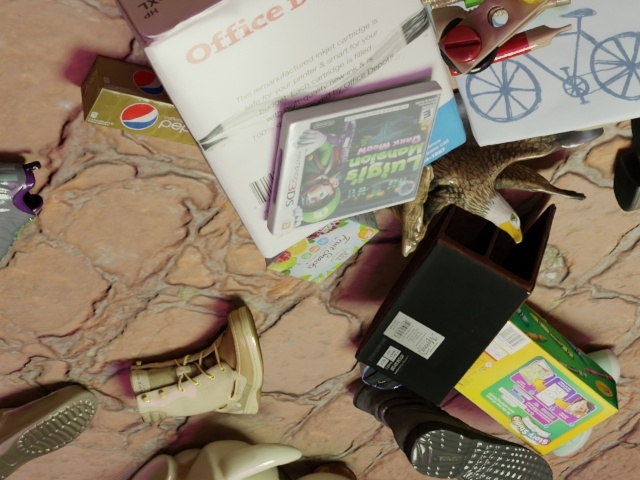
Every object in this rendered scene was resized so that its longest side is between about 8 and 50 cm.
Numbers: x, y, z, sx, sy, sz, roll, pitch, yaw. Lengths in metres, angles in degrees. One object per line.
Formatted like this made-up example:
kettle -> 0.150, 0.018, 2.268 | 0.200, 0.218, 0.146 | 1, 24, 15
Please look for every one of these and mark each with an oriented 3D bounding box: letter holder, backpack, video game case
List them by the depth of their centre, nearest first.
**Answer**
video game case -> 0.037, -0.091, 1.526 | 0.190, 0.022, 0.173 | -15, 141, -23
letter holder -> 0.203, 0.058, 2.020 | 0.152, 0.214, 0.302 | 29, 136, -2
backpack -> 0.118, 0.181, 2.187 | 0.114, 0.084, 0.105 | -40, 135, 24

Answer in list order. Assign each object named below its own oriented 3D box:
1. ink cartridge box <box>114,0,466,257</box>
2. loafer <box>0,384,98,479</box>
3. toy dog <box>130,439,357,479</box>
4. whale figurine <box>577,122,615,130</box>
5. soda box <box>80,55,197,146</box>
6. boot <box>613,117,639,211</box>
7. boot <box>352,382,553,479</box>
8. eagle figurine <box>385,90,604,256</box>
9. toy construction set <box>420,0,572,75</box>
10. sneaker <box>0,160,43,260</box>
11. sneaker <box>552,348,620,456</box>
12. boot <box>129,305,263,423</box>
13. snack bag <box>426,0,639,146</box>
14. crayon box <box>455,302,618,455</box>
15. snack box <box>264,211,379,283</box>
ink cartridge box -> -0.030, -0.204, 1.509 | 0.285, 0.166, 0.395 | -31, 143, -3
loafer -> -0.481, 0.301, 2.166 | 0.268, 0.092, 0.102 | -31, 145, -2
toy dog -> -0.089, 0.486, 2.421 | 0.408, 0.284, 0.395 | 18, 116, -37
whale figurine -> 0.335, -0.255, 1.618 | 0.216, 0.141, 0.272 | -15, 146, -11
soda box -> -0.194, -0.165, 1.652 | 0.181, 0.058, 0.061 | 10, 137, -29
boot -> 0.545, -0.138, 1.908 | 0.229, 0.091, 0.263 | -9, 148, -15
boot -> 0.230, 0.334, 2.321 | 0.338, 0.222, 0.118 | 31, 95, -33
eagle figurine -> 0.218, -0.096, 1.803 | 0.298, 0.225, 0.226 | -32, -164, -24
toy construction set -> 0.211, -0.292, 1.351 | 0.237, 0.257, 0.309 | -17, 154, 8
sneaker -> -0.408, -0.016, 1.769 | 0.098, 0.083, 0.224 | -5, 143, -18
sneaker -> 0.414, 0.291, 2.415 | 0.151, 0.094, 0.256 | -3, 133, -23
boot -> -0.194, 0.199, 2.114 | 0.203, 0.095, 0.262 | -5, 147, -8
snack bag -> 0.258, -0.271, 1.493 | 0.323, 0.037, 0.342 | -9, 121, 31
crayon box -> 0.335, 0.221, 2.235 | 0.278, 0.081, 0.165 | 39, 123, -23
snack box -> 0.000, 0.000, 1.949 | 0.100, 0.037, 0.141 | 17, 134, -36
